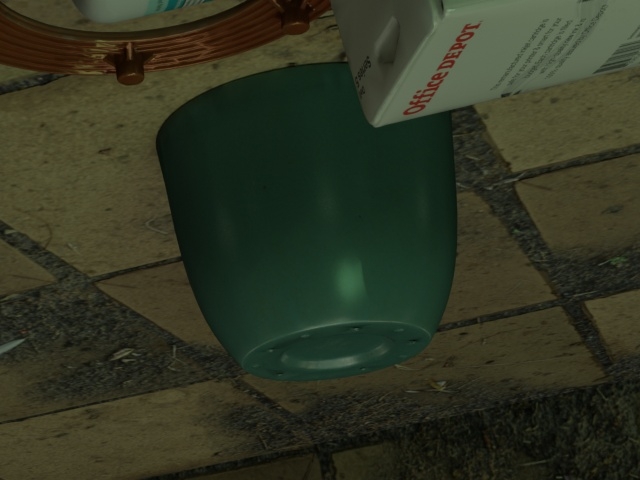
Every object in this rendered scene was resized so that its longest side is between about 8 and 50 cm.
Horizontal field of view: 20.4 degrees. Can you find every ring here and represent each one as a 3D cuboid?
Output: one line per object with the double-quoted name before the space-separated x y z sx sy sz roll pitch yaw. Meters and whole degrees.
"ring" -0.126 -0.185 1.241 0.337 0.032 0.336 -7 161 -2

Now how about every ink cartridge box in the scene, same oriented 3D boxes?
"ink cartridge box" 0.162 -0.187 1.213 0.273 0.114 0.198 -14 165 -16

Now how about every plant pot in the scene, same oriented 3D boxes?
"plant pot" 0.000 0.000 1.705 0.293 0.235 0.293 -8 161 -3

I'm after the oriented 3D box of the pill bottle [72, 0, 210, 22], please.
"pill bottle" -0.022 -0.217 0.994 0.264 0.146 0.146 -14 162 -15
